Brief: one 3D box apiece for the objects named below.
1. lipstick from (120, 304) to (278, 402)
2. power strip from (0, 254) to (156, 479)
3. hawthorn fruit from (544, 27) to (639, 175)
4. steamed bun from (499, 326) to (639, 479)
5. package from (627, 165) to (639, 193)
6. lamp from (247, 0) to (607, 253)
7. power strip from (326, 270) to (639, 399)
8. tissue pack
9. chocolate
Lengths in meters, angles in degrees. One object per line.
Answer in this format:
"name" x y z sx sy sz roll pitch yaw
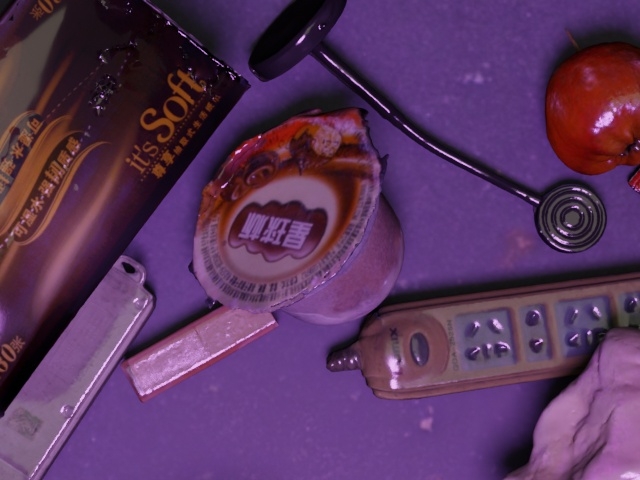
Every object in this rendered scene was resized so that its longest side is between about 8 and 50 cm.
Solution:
"lipstick" -0.112 0.097 1.220 0.145 0.045 0.045 -29 87 -4
"power strip" -0.245 0.132 1.211 0.078 0.052 0.272 33 86 0
"hawthorn fruit" 0.262 -0.128 1.203 0.125 0.125 0.140 -29 100 -3
"steamed bun" 0.323 0.231 1.117 0.268 0.207 0.280 38 86 -22
"package" 0.395 -0.025 1.254 0.200 0.022 0.083 39 87 -2
"lamp" 0.104 -0.099 1.203 0.371 0.108 0.130 40 84 1
"power strip" 0.196 0.087 1.221 0.387 0.066 0.092 -8 85 -2
"tissue pack" -0.254 -0.054 1.125 0.210 0.198 0.370 37 80 -12
"chocolate" 0.001 -0.005 1.178 0.221 0.147 0.221 -17 58 29
